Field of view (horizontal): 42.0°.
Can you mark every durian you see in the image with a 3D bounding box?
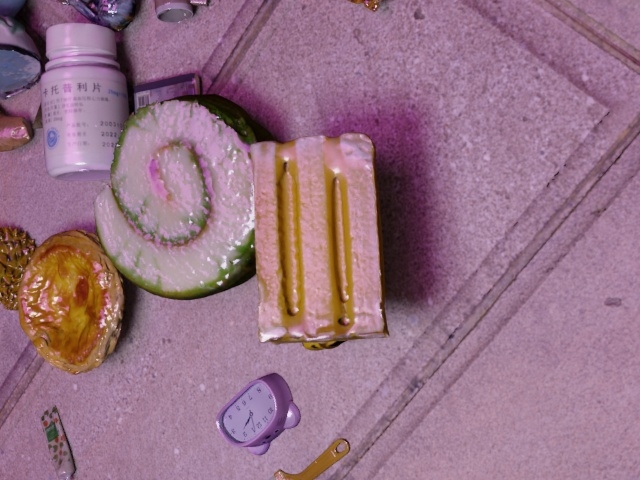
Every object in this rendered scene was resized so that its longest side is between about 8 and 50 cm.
[{"bbox_3d":[-0.693,0.052,1.825,0.132,0.165,0.182,129,148,-61],"label":"durian"}]

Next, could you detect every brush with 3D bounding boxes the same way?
[{"bbox_3d":[-0.021,0.418,1.487,0.205,0.011,0.083,-45,69,20],"label":"brush"}]

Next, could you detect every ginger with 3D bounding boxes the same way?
[{"bbox_3d":[-0.708,-0.249,1.844,0.190,0.069,0.095,29,108,25],"label":"ginger"}]

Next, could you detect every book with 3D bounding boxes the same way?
[{"bbox_3d":[-0.296,-0.203,1.640,0.157,0.026,0.231,-5,88,31],"label":"book"}]

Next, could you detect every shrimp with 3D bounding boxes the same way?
[{"bbox_3d":[-0.525,-0.546,1.689,0.372,0.172,0.137,32,110,18],"label":"shrimp"}]

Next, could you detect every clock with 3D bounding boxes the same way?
[{"bbox_3d":[-0.115,0.322,1.516,0.153,0.050,0.110,-45,70,21],"label":"clock"}]

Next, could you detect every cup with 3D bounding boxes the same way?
[{"bbox_3d":[-0.275,-0.483,1.602,0.102,0.074,0.099,-11,84,28],"label":"cup"}]

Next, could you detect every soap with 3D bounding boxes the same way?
[{"bbox_3d":[0.000,0.000,1.280,0.199,0.091,0.314,-6,79,10],"label":"soap"}]

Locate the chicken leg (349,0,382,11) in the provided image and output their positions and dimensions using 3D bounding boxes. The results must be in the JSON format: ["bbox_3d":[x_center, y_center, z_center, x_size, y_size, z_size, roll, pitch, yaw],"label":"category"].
[{"bbox_3d":[0.116,-0.449,1.380,0.208,0.085,0.101,-11,50,22],"label":"chicken leg"}]

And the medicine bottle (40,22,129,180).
[{"bbox_3d":[-0.466,-0.271,1.653,0.170,0.170,0.293,-6,86,29],"label":"medicine bottle"}]

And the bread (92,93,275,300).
[{"bbox_3d":[-0.243,-0.077,1.528,0.382,0.129,0.366,-16,91,21],"label":"bread"}]

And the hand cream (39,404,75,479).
[{"bbox_3d":[-0.562,0.437,1.780,0.057,0.037,0.165,-36,67,24],"label":"hand cream"}]

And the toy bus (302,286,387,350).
[{"bbox_3d":[0.022,0.013,1.391,0.151,0.145,0.331,-9,83,18],"label":"toy bus"}]

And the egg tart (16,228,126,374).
[{"bbox_3d":[-0.487,0.122,1.692,0.295,0.116,0.294,-1,89,32],"label":"egg tart"}]

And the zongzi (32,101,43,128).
[{"bbox_3d":[-0.577,-0.320,1.785,0.130,0.062,0.154,-5,80,41],"label":"zongzi"}]

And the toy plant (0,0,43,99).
[{"bbox_3d":[-0.737,-0.496,1.781,0.247,0.247,0.332,-21,76,27],"label":"toy plant"}]
